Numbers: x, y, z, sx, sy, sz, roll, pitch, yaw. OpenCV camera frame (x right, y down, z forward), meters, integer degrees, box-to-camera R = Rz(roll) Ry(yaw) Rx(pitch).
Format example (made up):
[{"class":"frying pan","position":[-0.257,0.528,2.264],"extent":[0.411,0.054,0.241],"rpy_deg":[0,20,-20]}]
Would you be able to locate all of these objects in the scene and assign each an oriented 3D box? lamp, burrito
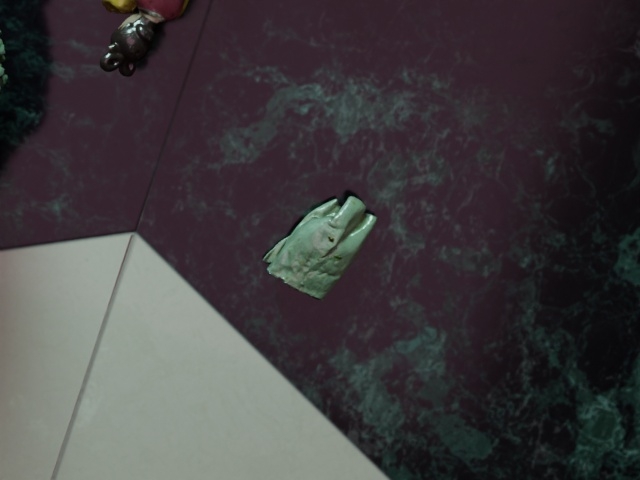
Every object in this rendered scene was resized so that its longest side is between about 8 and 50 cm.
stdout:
[{"class":"lamp","position":[-0.147,-0.280,1.236],"extent":[0.118,0.118,0.253],"rpy_deg":[32,100,-8]},{"class":"burrito","position":[0.003,0.003,1.324],"extent":[0.074,0.044,0.118],"rpy_deg":[39,99,-5]}]

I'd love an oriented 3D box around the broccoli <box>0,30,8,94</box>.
[{"class":"broccoli","position":[-0.410,-0.142,1.127],"extent":[0.249,0.302,0.375],"rpy_deg":[37,106,28]}]
